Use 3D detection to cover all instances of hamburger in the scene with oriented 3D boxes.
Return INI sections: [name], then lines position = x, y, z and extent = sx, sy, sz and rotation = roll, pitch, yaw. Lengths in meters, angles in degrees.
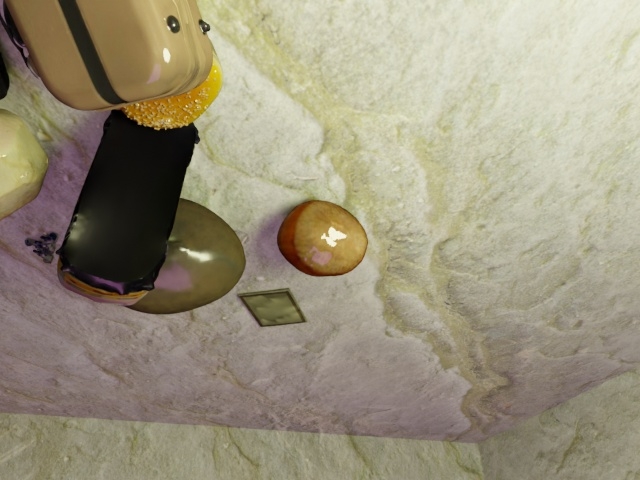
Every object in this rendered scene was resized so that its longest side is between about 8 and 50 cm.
[hamburger]
position = -0.262, -0.271, 0.813
extent = 0.173, 0.116, 0.210
rotation = 23, 140, -31

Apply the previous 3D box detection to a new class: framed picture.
[framed picture]
position = -0.151, 0.223, 1.583
extent = 0.173, 0.010, 0.231
rotation = -7, 143, 9

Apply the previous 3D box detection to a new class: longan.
[longan]
position = -0.344, 0.030, 1.091
extent = 0.350, 0.288, 0.288
rotation = 4, 144, -2

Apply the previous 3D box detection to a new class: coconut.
[coconut]
position = -0.650, -0.147, 0.888
extent = 0.259, 0.259, 0.259
rotation = 0, 144, 0

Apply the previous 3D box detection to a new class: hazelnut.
[hazelnut]
position = 0.000, 0.000, 1.144
extent = 0.214, 0.176, 0.214
rotation = 18, 167, 4

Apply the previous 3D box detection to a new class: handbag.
[handbag]
position = -0.312, -0.318, 0.633
extent = 0.283, 0.149, 0.301
rotation = -9, 112, 21

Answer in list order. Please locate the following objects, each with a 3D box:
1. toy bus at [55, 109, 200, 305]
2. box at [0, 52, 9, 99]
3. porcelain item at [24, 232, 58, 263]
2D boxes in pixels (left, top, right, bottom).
[toy bus]
position = -0.346, -0.060, 0.883
extent = 0.171, 0.386, 0.162
rotation = 17, 145, -20
[box]
position = -0.666, -0.351, 0.739
extent = 0.290, 0.073, 0.289
rotation = 6, 144, -8
[porcelain item]
position = -0.745, 0.014, 1.286
extent = 0.075, 0.021, 0.136
rotation = 22, 138, -21
